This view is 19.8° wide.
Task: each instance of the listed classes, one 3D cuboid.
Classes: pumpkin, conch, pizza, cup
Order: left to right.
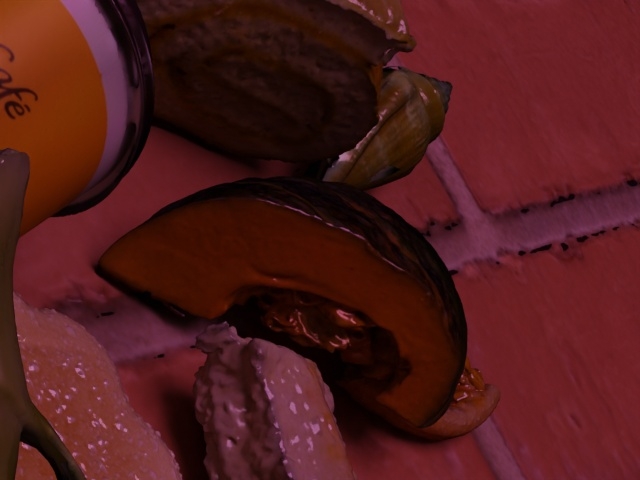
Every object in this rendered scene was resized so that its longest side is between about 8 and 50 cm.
[{"bbox_3d":[-0.218,-0.056,0.941,0.196,0.196,0.280,51,38,-8],"label":"cup"},{"bbox_3d":[0.000,-0.004,1.227,0.278,0.111,0.163,26,31,-20],"label":"pumpkin"},{"bbox_3d":[0.043,-0.086,1.410,0.079,0.095,0.201,25,29,14],"label":"conch"},{"bbox_3d":[0.069,0.086,1.337,0.178,0.041,0.131,25,41,-41],"label":"pizza"}]

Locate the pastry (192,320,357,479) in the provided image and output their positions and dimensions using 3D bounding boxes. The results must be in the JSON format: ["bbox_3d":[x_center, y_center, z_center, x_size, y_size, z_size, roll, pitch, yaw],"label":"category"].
[{"bbox_3d":[-0.004,0.178,1.102,0.121,0.089,0.258,11,54,-54],"label":"pastry"}]

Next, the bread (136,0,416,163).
[{"bbox_3d":[-0.059,-0.159,1.252,0.257,0.186,0.124,20,50,-34],"label":"bread"}]

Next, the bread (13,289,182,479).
[{"bbox_3d":[-0.148,0.116,1.008,0.251,0.039,0.182,58,31,3],"label":"bread"}]

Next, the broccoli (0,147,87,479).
[{"bbox_3d":[-0.212,0.142,0.778,0.254,0.186,0.302,-14,68,-16],"label":"broccoli"}]
